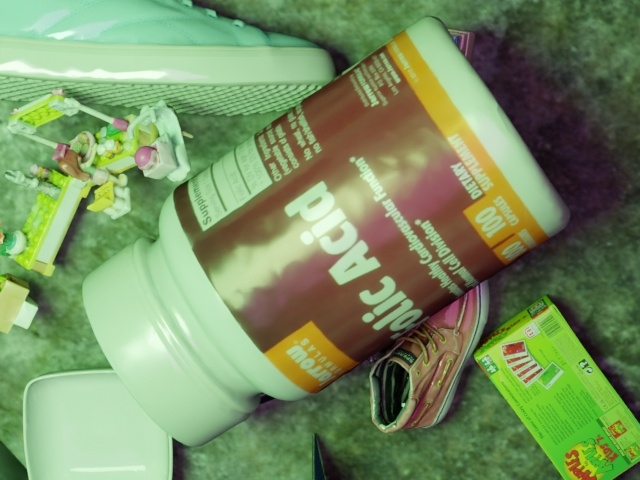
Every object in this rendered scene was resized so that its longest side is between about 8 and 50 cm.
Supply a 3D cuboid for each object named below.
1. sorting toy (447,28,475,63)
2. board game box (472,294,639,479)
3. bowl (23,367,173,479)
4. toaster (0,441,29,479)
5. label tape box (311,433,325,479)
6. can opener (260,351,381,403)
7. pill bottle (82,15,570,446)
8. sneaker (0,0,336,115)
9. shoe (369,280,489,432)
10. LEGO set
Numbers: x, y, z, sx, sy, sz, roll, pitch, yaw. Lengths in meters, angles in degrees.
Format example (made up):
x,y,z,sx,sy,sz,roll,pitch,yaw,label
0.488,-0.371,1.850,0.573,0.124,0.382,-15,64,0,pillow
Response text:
x,y,z,sx,sy,sz,roll,pitch,yaw,label
0.110,-0.158,1.338,0.062,0.012,0.083,7,101,-3,sorting toy
0.237,0.153,1.391,0.092,0.043,0.181,-36,100,7,board game box
-0.213,0.188,1.387,0.142,0.053,0.142,-2,101,0,bowl
-0.349,0.283,1.375,0.185,0.110,0.168,-37,101,7,toaster
0.070,0.367,1.333,0.105,0.240,0.334,-9,102,1,label tape box
-0.008,0.114,1.380,0.186,0.073,0.059,-32,139,9,can opener
0.000,0.000,1.259,0.392,0.224,0.224,-35,100,9,pill bottle
-0.162,-0.199,1.269,0.365,0.135,0.150,4,83,-12,sneaker
0.102,0.100,1.350,0.063,0.081,0.178,26,107,33,shoe
-0.246,-0.044,1.278,0.287,0.132,0.107,-39,140,27,LEGO set
